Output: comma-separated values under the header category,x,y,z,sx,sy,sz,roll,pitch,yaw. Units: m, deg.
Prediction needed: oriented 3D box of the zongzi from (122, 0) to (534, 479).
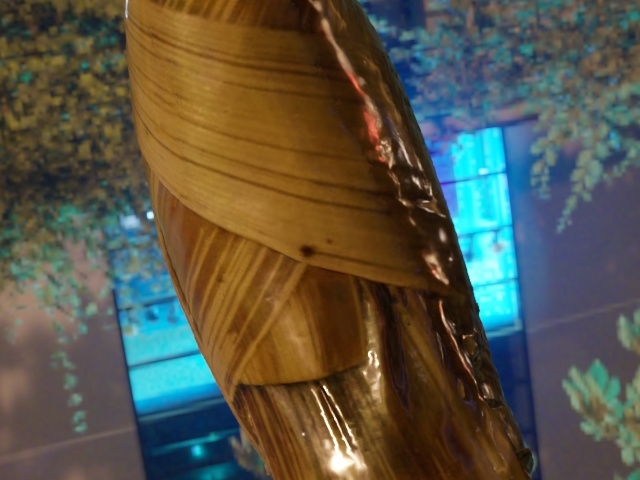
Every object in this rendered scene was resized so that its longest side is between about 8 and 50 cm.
category,x,y,z,sx,sy,sz,roll,pitch,yaw
zongzi,0.000,0.000,0.470,0.134,0.286,0.288,-22,163,-4
